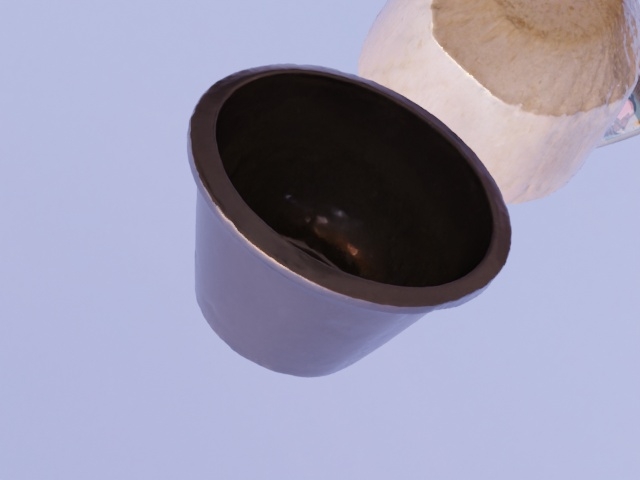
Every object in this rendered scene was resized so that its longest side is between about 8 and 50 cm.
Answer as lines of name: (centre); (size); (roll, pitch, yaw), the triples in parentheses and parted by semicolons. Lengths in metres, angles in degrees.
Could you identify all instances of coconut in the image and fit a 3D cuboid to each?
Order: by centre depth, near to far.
coconut: (0.187, -0.182, 1.659); (0.329, 0.329, 0.328); (11, -130, -14)

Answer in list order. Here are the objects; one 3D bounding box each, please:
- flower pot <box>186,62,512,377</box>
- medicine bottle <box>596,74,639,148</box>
flower pot: (0.000, 0.000, 1.248); (0.269, 0.166, 0.269); (15, -137, -14)
medicine bottle: (0.340, -0.218, 1.986); (0.188, 0.119, 0.094); (58, -146, -24)
